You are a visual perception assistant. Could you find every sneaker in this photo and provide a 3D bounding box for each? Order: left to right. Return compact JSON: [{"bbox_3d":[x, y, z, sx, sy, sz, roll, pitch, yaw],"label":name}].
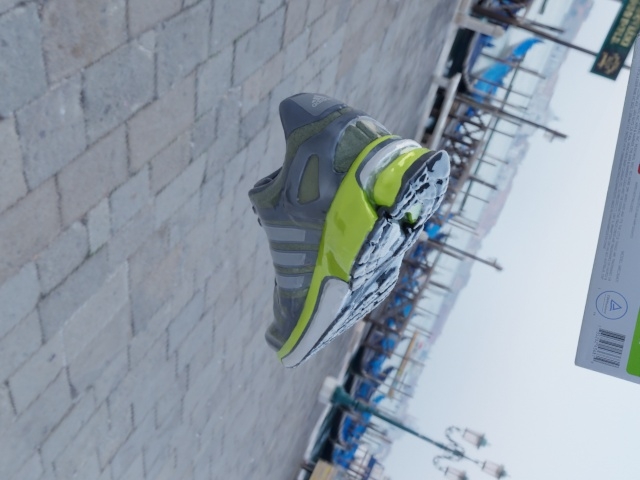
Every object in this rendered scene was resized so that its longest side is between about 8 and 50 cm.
[{"bbox_3d":[0.000,0.000,0.541,0.111,0.121,0.300,-32,159,-34],"label":"sneaker"}]

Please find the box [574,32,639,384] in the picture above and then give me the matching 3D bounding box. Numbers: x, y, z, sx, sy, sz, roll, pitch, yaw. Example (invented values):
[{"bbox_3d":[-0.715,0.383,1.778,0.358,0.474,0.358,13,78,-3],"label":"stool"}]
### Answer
[{"bbox_3d":[0.335,-0.009,0.488,0.126,0.231,0.262,-23,121,-55],"label":"box"}]
